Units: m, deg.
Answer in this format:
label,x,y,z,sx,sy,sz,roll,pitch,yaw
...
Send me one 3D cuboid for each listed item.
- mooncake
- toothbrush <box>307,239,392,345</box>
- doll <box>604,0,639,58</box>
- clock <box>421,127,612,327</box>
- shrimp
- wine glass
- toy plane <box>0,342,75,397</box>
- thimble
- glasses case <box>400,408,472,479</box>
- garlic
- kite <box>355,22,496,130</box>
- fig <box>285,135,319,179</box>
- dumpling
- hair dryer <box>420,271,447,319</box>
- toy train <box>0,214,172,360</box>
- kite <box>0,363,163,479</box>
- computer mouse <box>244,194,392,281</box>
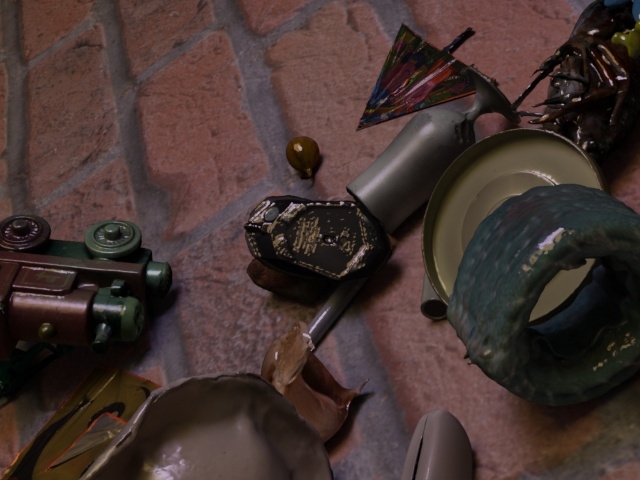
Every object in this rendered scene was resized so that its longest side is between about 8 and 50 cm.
label,x,y,z,sx,sy,sz,roll,pitch,yaw
mooncake,-0.023,0.019,1.948,0.125,0.073,0.130,5,53,48
toothbrush,-0.016,0.121,1.848,0.030,0.025,0.342,27,67,35
doll,0.516,-0.337,1.757,0.346,0.099,0.341,1,43,22
clock,0.219,-0.014,1.664,0.235,0.029,0.235,-11,71,35
shrimp,0.310,-0.158,1.795,0.372,0.137,0.172,-50,-4,-33
wine glass,0.144,-0.114,1.921,0.231,0.103,0.103,-44,31,-2
toy plane,-0.459,0.187,2.198,0.235,0.060,0.096,-35,38,12
thimble,0.240,0.054,1.496,0.235,0.198,0.143,-33,29,-2
glasses case,0.114,0.257,1.479,0.049,0.076,0.197,-19,36,32
garlic,-0.021,0.171,1.733,0.124,0.099,0.174,-52,23,16
kite,0.140,-0.239,2.176,0.234,0.016,0.321,-40,30,-3
fig,-0.025,-0.116,2.157,0.050,0.050,0.083,-28,42,17
dumpling,-0.150,0.293,1.527,0.341,0.260,0.181,-34,24,-2
hair dryer,0.178,0.052,1.734,0.124,0.038,0.063,-14,39,23
toy train,-0.370,0.074,2.087,0.304,0.150,0.221,4,38,6
kite,-0.304,0.280,1.954,0.327,0.013,0.377,-28,31,16
computer mouse,0.000,0.000,1.867,0.192,0.062,0.106,11,76,15
